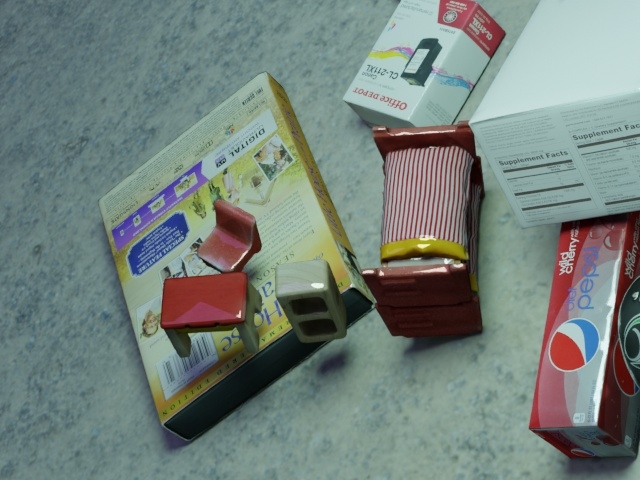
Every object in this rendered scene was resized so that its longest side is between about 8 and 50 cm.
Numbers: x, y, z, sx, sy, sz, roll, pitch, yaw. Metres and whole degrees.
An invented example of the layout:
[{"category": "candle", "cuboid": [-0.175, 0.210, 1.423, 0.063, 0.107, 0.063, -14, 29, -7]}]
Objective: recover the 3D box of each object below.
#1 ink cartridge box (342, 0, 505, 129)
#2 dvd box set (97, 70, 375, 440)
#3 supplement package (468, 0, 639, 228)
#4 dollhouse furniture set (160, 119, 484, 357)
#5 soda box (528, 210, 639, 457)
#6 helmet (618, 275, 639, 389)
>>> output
[{"category": "ink cartridge box", "cuboid": [0.128, -0.216, 2.162, 0.127, 0.072, 0.175, 22, 78, 45]}, {"category": "dvd box set", "cuboid": [-0.120, 0.011, 2.231, 0.308, 0.062, 0.420, -37, 45, 15]}, {"category": "supplement package", "cuboid": [0.312, -0.158, 1.849, 0.204, 0.145, 0.262, -9, 32, 35]}, {"category": "dollhouse furniture set", "cuboid": [0.000, 0.000, 1.983, 0.374, 0.152, 0.201, -5, 58, 12]}, {"category": "soda box", "cuboid": [0.291, 0.089, 1.809, 0.083, 0.092, 0.263, -8, 59, 38]}, {"category": "helmet", "cuboid": [0.388, 0.082, 1.683, 0.161, 0.169, 0.169, -32, 45, 43]}]
